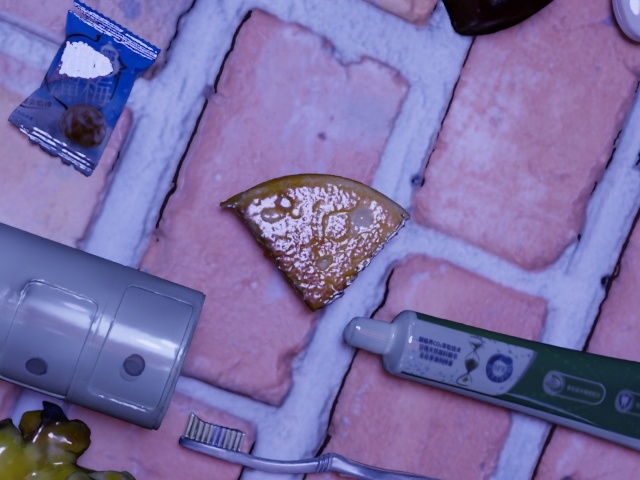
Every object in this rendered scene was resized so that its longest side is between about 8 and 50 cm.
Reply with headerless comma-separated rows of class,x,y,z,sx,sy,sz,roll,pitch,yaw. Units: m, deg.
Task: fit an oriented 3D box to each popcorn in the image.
popcorn,-0.226,0.245,0.713,0.195,0.168,0.173,40,121,4

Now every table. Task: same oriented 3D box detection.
table,-0.220,0.068,0.732,0.220,0.126,0.126,21,86,-7

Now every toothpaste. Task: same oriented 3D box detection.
toothpaste,0.208,0.132,0.835,0.392,0.061,0.098,16,87,-12

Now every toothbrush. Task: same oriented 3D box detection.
toothbrush,0.051,0.225,0.823,0.376,0.028,0.037,15,80,-8

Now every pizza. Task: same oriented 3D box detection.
pizza,0.000,0.000,0.810,0.178,0.041,0.130,-8,88,-9

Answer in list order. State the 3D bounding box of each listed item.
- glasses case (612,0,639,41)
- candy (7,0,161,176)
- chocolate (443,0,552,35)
glasses case,0.386,-0.256,0.869,0.194,0.049,0.074,-18,92,-10
candy,-0.216,-0.137,0.781,0.088,0.038,0.136,30,92,-21
chocolate,0.164,-0.263,0.819,0.149,0.080,0.125,30,85,-9
